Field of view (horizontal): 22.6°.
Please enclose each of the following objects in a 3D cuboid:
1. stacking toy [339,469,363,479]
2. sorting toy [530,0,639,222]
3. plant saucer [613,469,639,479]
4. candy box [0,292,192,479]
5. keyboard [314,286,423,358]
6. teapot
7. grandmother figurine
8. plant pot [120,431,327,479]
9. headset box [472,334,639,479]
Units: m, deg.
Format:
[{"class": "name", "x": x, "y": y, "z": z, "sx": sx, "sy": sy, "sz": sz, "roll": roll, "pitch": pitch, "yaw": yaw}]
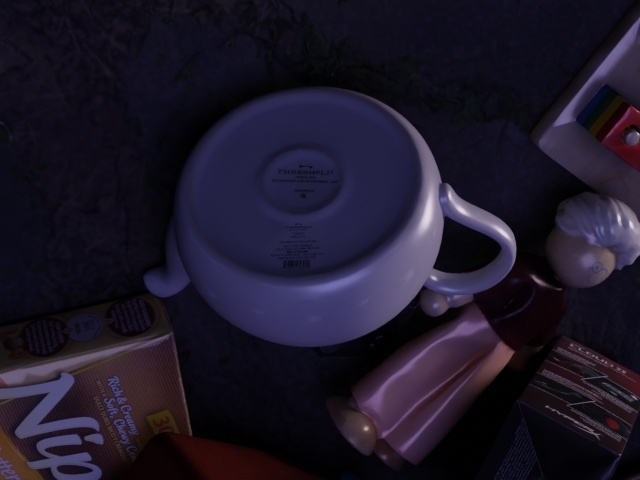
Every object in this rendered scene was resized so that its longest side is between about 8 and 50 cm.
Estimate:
[{"class": "stacking toy", "x": -0.049, "y": 0.385, "z": 1.632, "sx": 0.302, "sy": 0.175, "sz": 0.166, "roll": -25, "pitch": 121, "yaw": 10}, {"class": "sorting toy", "x": 0.383, "y": -0.119, "z": 1.536, "sx": 0.255, "sy": 0.089, "sz": 0.257, "roll": 33, "pitch": 102, "yaw": -26}, {"class": "plant saucer", "x": 0.370, "y": 0.361, "z": 1.787, "sx": 0.278, "sy": 0.041, "sz": 0.278, "roll": -6, "pitch": 116, "yaw": -12}, {"class": "candy box", "x": -0.282, "y": 0.176, "z": 1.487, "sx": 0.316, "sy": 0.087, "sz": 0.183, "roll": -13, "pitch": 120, "yaw": -9}, {"class": "keyboard", "x": 0.055, "y": 0.034, "z": 1.554, "sx": 0.108, "sy": 0.023, "sz": 0.180, "roll": 2, "pitch": 115, "yaw": -10}, {"class": "teapot", "x": 0.000, "y": 0.000, "z": 1.422, "sx": 0.252, "sy": 0.256, "sz": 0.187, "roll": -40, "pitch": 149, "yaw": -18}, {"class": "grandmother figurine", "x": 0.171, "y": 0.083, "z": 1.554, "sx": 0.342, "sy": 0.104, "sz": 0.208, "roll": -42, "pitch": 154, "yaw": 9}, {"class": "plant pot", "x": -0.082, "y": 0.324, "z": 1.442, "sx": 0.267, "sy": 0.236, "sz": 0.267, "roll": 18, "pitch": 113, "yaw": -45}, {"class": "headset box", "x": 0.217, "y": 0.231, "z": 1.563, "sx": 0.110, "sy": 0.293, "sz": 0.218, "roll": 28, "pitch": 106, "yaw": 11}]
